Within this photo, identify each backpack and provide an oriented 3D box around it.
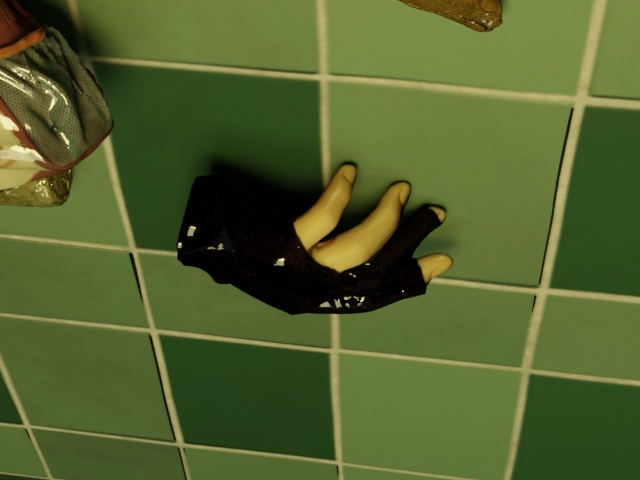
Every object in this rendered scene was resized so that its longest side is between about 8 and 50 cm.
[{"bbox_3d":[-0.383,-0.170,1.134,0.283,0.197,0.317,-25,110,27],"label":"backpack"}]

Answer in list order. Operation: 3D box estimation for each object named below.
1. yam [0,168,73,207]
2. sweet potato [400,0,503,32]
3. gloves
[{"bbox_3d":[-0.366,-0.077,1.346,0.179,0.078,0.078,4,142,13],"label":"yam"},{"bbox_3d":[0.072,-0.263,0.991,0.112,0.085,0.286,-17,135,25],"label":"sweet potato"},{"bbox_3d":[-0.005,0.006,1.326,0.301,0.152,0.197,-5,169,-3],"label":"gloves"}]
